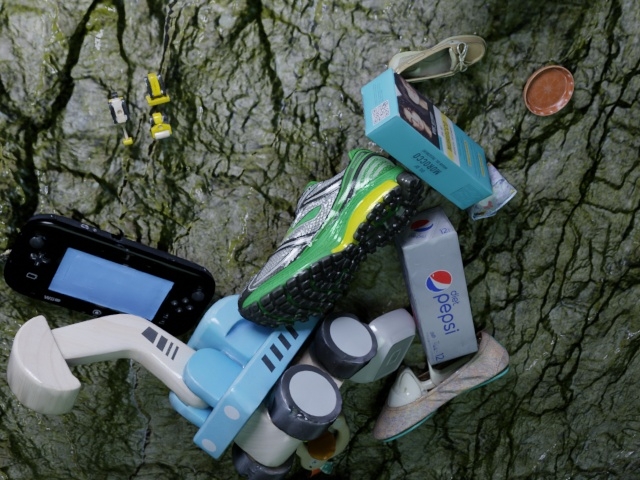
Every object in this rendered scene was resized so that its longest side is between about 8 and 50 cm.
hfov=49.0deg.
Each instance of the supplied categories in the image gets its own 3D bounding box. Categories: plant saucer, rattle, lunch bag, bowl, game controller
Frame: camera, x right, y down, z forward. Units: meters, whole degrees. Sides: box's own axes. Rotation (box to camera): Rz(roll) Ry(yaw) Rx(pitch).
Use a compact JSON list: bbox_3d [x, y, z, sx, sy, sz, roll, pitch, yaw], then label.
[{"bbox_3d":[0.366,-0.242,1.130,0.084,0.013,0.083,-6,124,-9],"label":"plant saucer"},{"bbox_3d":[0.008,0.454,1.432,0.130,0.143,0.199,-6,119,-29],"label":"rattle"},{"bbox_3d":[0.277,-0.078,1.182,0.053,0.071,0.083,39,106,-25],"label":"lunch bag"},{"bbox_3d":[0.117,0.201,1.294,0.142,0.053,0.142,-10,131,-52],"label":"bowl"},{"bbox_3d":[-0.338,0.065,1.143,0.319,0.067,0.166,22,115,-23],"label":"game controller"}]

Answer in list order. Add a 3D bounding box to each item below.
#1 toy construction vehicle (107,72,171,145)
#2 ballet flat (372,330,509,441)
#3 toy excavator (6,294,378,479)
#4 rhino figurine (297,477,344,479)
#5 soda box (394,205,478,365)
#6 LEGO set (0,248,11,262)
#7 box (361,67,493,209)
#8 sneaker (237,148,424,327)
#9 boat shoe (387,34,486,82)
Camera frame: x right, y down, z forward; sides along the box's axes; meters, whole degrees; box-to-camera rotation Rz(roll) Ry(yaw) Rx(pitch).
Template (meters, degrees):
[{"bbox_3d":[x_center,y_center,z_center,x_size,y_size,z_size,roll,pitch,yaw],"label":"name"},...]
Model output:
[{"bbox_3d":[-0.260,-0.190,1.018,0.086,0.035,0.098,-20,128,-13],"label":"toy construction vehicle"},{"bbox_3d":[0.219,0.278,1.397,0.316,0.107,0.106,-33,103,3],"label":"ballet flat"},{"bbox_3d":[-0.195,0.202,1.131,0.445,0.433,0.222,36,130,4],"label":"toy excavator"},{"bbox_3d":[-0.029,0.549,1.508,0.243,0.106,0.073,7,79,-16],"label":"rhino figurine"},{"bbox_3d":[0.207,0.086,1.260,0.098,0.091,0.286,-18,124,1],"label":"soda box"},{"bbox_3d":[-0.523,0.006,1.094,0.054,0.023,0.083,-28,137,9],"label":"LEGO set"},{"bbox_3d":[0.165,-0.149,1.066,0.060,0.100,0.244,-30,136,33],"label":"box"},{"bbox_3d":[0.000,0.000,1.111,0.343,0.146,0.134,-43,145,-3],"label":"sneaker"},{"bbox_3d":[0.178,-0.267,1.051,0.153,0.048,0.056,-12,124,-4],"label":"boat shoe"}]
